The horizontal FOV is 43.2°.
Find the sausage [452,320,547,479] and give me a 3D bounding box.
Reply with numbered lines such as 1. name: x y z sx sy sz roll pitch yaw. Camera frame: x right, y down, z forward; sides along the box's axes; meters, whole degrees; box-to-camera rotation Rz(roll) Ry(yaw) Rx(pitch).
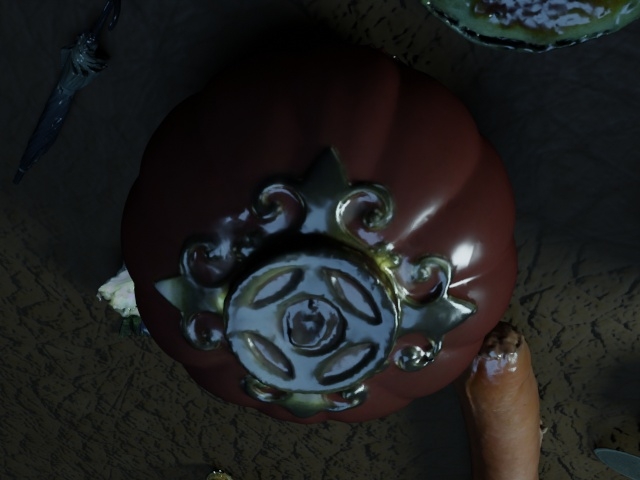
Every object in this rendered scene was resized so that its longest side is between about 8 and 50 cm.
1. sausage: 0.209 0.240 0.939 0.094 0.094 0.419 -24 130 -10

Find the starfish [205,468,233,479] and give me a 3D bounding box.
1. starfish: -0.119 0.391 1.113 0.074 0.146 0.190 -3 153 -33

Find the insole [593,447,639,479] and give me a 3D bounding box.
1. insole: 0.392 0.266 0.895 0.080 0.003 0.232 42 162 -15

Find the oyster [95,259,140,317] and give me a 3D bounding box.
1. oyster: -0.139 0.029 0.817 0.132 0.072 0.209 24 143 -21

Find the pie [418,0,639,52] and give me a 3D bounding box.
1. pie: 0.160 -0.232 0.542 0.240 0.054 0.241 6 134 6

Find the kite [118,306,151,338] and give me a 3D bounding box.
1. kite: -0.132 0.079 0.899 0.232 0.009 0.189 -9 130 17

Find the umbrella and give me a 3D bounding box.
1. umbrella: -0.227 -0.129 0.716 0.044 0.044 0.269 9 148 -35

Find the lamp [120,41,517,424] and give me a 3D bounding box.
1. lamp: 0.000 0.000 0.630 0.302 0.257 0.303 1 117 2
